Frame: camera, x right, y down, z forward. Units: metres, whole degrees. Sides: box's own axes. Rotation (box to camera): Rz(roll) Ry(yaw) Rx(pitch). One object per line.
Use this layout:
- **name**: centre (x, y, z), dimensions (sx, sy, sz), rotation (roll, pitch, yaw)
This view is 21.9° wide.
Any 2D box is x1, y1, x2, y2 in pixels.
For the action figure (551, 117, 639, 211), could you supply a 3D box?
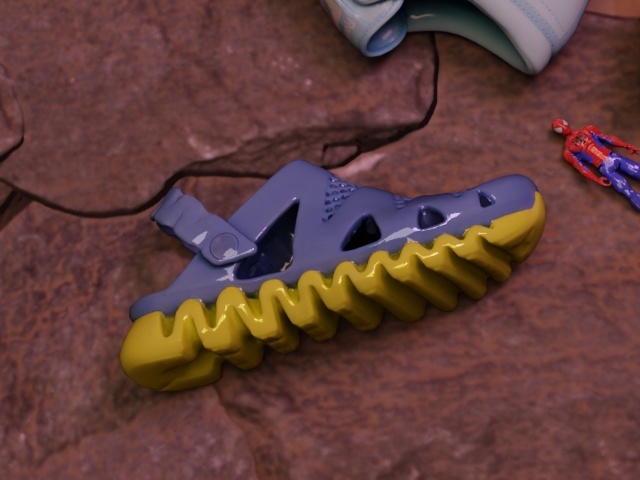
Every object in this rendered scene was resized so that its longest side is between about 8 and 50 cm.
- **action figure**: centre (0.213, -0.052, 1.192), dimensions (0.115, 0.030, 0.038), rotation (38, 89, 19)

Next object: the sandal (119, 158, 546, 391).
- **sandal**: centre (0.000, 0.000, 1.168), dimensions (0.317, 0.126, 0.138), rotation (-15, 69, 4)

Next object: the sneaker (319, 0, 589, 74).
- **sneaker**: centre (0.022, -0.222, 1.215), dimensions (0.366, 0.135, 0.150), rotation (18, 76, 15)
